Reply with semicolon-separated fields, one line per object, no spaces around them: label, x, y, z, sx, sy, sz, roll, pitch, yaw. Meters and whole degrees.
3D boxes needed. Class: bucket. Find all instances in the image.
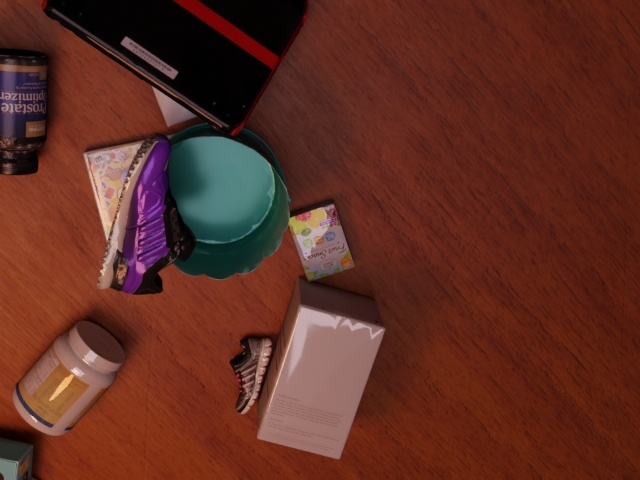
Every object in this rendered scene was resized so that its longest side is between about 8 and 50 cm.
bucket;-0.197;-0.081;1.683;0.281;0.183;0.281;-2;107;-5

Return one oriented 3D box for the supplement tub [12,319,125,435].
supplement tub;-0.498;0.272;1.808;0.144;0.144;0.200;41;99;-14

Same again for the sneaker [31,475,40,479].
sneaker;-0.629;0.516;1.913;0.152;0.061;0.054;33;103;-11

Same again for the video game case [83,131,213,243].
video game case;-0.334;-0.085;1.778;0.206;0.026;0.227;-12;107;-1

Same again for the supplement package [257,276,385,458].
supplement package;-0.004;0.253;1.826;0.177;0.175;0.293;17;104;-8

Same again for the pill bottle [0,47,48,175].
pill bottle;-0.563;-0.236;1.665;0.122;0.123;0.219;4;106;-6

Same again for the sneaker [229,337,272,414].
sneaker;-0.157;0.274;1.880;0.074;0.063;0.170;16;100;-9

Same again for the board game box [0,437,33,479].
board game box;-0.769;0.510;1.858;0.336;0.079;0.254;11;106;4

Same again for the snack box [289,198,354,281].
snack box;0.000;0.000;1.824;0.100;0.037;0.141;-18;107;2

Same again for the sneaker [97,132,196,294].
sneaker;-0.275;-0.036;1.549;0.146;0.102;0.293;17;110;-13

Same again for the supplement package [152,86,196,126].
supplement package;-0.264;-0.316;1.674;0.105;0.105;0.179;-20;107;-1

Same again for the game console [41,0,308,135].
game console;-0.233;-0.410;1.583;0.386;0.060;0.342;33;67;-12
